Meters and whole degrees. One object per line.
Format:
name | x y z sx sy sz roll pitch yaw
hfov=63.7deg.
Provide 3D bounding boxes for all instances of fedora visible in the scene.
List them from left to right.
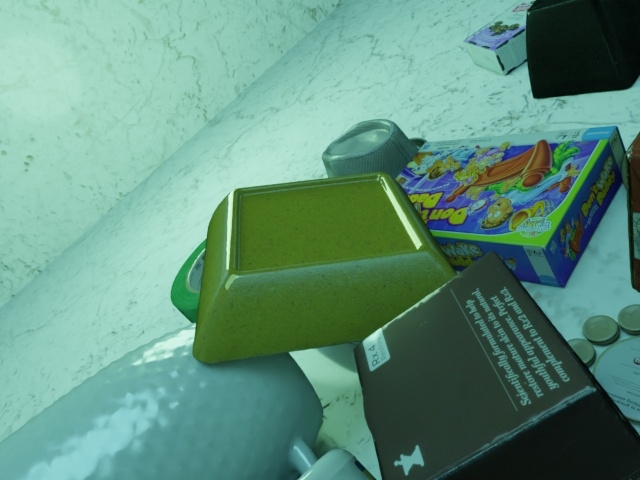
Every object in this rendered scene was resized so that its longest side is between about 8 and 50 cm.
fedora | 0.091 -0.164 1.075 0.244 0.124 0.275 -50 27 -21

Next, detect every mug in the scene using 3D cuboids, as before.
mug | -0.141 0.276 0.598 0.328 0.276 0.374 -37 44 -21

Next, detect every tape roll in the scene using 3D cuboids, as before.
tape roll | -0.168 0.046 1.096 0.321 0.077 0.321 -27 29 17

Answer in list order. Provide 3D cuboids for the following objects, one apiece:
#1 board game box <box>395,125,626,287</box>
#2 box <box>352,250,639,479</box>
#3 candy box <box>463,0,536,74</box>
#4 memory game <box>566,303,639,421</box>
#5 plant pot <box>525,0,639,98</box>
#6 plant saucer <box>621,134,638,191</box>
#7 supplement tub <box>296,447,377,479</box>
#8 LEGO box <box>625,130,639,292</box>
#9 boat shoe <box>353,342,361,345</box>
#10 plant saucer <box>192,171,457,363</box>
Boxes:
board game box | 0.254 -0.063 0.813 0.347 0.078 0.233 8 52 52
box | 0.163 0.159 0.452 0.167 0.203 0.169 -37 29 15
candy box | 0.459 -0.482 1.194 0.196 0.070 0.165 -35 29 7
memory game | 0.326 0.137 0.512 0.186 0.012 0.186 -27 31 18
plant pot | 0.483 -0.389 0.935 0.188 0.167 0.187 -49 30 -18
plant saucer | 0.518 -0.104 0.615 0.277 0.041 0.278 -28 30 18
supplement tub | 0.037 0.287 0.405 0.199 0.144 0.144 41 77 21
LEGO box | 0.544 -0.130 0.401 0.372 0.193 0.500 22 63 45
boat shoe | 0.032 0.090 0.815 0.301 0.108 0.102 5 50 48
plant saucer | 0.000 0.000 0.688 0.332 0.081 0.333 -8 31 -4
